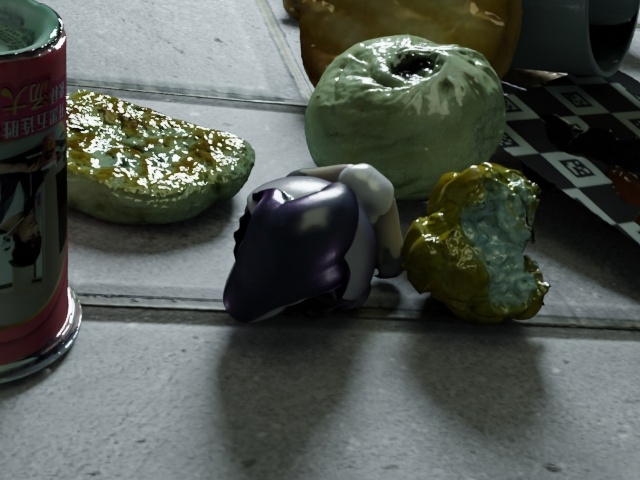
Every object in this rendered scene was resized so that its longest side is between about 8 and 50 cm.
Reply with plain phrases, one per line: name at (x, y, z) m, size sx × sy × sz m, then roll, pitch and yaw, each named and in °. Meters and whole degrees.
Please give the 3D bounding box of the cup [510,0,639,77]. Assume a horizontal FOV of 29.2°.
cup at (0.231, -0.321, 1.550) m, size 0.312 × 0.205 × 0.205 m, roll 10°, pitch 24°, yaw 31°

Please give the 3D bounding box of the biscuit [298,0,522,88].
biscuit at (0.097, -0.227, 1.449) m, size 0.274 × 0.213 × 0.091 m, roll 15°, pitch -6°, yaw 24°

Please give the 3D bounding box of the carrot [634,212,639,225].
carrot at (0.407, 0.035, 1.193) m, size 0.225 × 0.067 × 0.067 m, roll 45°, pitch 37°, yaw 10°

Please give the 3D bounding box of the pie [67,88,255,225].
pie at (-0.187, -0.088, 1.230) m, size 0.240 × 0.054 × 0.240 m, roll 8°, pitch 30°, yaw -5°

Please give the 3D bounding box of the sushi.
sushi at (0.347, -0.068, 1.417) m, size 0.320 × 0.069 × 0.339 m, roll 38°, pitch 36°, yaw 23°

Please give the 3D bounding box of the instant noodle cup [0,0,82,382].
instant noodle cup at (-0.285, -0.055, 0.931) m, size 0.244 × 0.255 × 0.244 m, roll 10°, pitch 27°, yaw -5°

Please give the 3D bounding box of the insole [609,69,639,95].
insole at (0.394, -0.264, 1.827) m, size 0.080 × 0.003 × 0.232 m, roll -10°, pitch 36°, yaw -36°

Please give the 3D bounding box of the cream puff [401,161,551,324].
cream puff at (0.137, 0.004, 1.122) m, size 0.156 × 0.156 × 0.121 m, roll -6°, pitch -1°, yaw -30°

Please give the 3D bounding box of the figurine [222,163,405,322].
figurine at (0.000, 0.000, 1.076) m, size 0.145 × 0.145 × 0.222 m, roll 23°, pitch 29°, yaw 17°

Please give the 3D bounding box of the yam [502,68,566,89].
yam at (0.201, -0.255, 1.687) m, size 0.326 × 0.045 × 0.045 m, roll 20°, pitch 21°, yaw 14°

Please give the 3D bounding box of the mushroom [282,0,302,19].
mushroom at (-0.024, -0.380, 1.798) m, size 0.084 × 0.071 × 0.209 m, roll -20°, pitch 30°, yaw 1°

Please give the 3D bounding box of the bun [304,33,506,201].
bun at (0.083, -0.139, 1.300) m, size 0.221 × 0.108 × 0.221 m, roll -10°, pitch 55°, yaw 15°
